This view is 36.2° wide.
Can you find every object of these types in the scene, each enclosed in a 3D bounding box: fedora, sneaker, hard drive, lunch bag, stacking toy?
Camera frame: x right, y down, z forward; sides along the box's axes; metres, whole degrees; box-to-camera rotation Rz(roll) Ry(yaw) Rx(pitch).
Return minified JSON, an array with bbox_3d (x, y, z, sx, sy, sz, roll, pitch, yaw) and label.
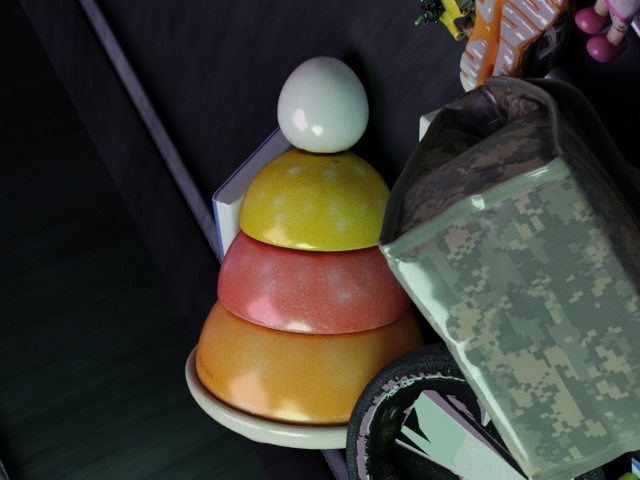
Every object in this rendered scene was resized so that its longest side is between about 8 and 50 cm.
[{"bbox_3d":[0.198,0.272,1.171,0.334,0.152,0.334,4,99,27],"label":"fedora"},{"bbox_3d":[0.181,-0.199,0.834,0.084,0.083,0.215,52,157,19],"label":"sneaker"},{"bbox_3d":[-0.078,-0.004,1.512,0.040,0.210,0.319,21,140,22],"label":"hard drive"},{"bbox_3d":[0.178,0.006,0.776,0.235,0.169,0.287,56,-159,-16],"label":"lunch bag"},{"bbox_3d":[0.000,0.000,1.297,0.350,0.350,0.480,34,126,53],"label":"stacking toy"}]

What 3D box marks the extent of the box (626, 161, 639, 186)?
[{"bbox_3d":[0.290,0.012,0.879,0.186,0.038,0.145,43,150,47],"label":"box"}]

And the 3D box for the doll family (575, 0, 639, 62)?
[{"bbox_3d":[0.279,-0.136,0.677,0.163,0.118,0.263,97,161,-65],"label":"doll family"}]

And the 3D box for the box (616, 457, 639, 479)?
[{"bbox_3d":[0.364,0.335,1.058,0.109,0.042,0.178,36,145,52],"label":"box"}]

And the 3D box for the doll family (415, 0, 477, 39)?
[{"bbox_3d":[0.117,-0.265,0.943,0.111,0.076,0.193,157,93,-74],"label":"doll family"}]

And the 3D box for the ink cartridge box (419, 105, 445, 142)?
[{"bbox_3d":[0.167,-0.071,1.054,0.135,0.056,0.099,49,154,37],"label":"ink cartridge box"}]
